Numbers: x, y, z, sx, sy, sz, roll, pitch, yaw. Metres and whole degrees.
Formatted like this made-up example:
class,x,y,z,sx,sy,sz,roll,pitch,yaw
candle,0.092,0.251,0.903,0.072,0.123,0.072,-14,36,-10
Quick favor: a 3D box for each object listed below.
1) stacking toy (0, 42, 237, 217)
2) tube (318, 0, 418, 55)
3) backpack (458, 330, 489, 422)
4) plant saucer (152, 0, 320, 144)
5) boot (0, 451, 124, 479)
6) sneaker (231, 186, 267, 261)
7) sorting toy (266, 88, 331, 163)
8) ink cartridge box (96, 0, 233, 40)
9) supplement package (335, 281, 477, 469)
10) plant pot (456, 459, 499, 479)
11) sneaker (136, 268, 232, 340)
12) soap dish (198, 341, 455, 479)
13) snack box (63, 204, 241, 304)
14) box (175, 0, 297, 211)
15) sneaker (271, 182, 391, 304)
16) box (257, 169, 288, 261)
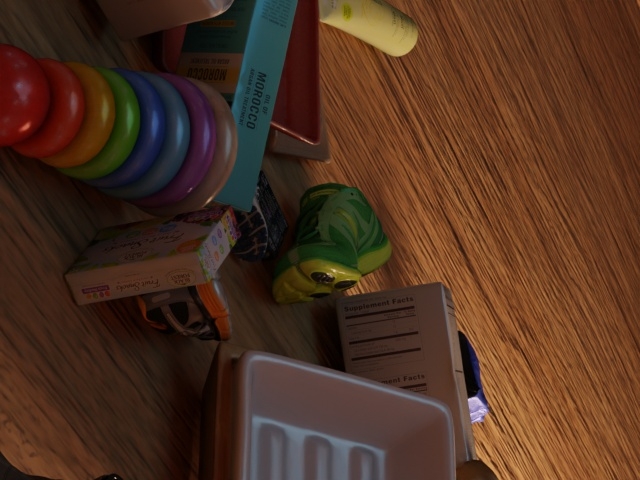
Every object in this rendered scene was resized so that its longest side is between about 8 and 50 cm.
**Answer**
class,x,y,z,sx,sy,sz,roll,pitch,yaw
stacking toy,-0.216,-0.114,1.693,0.330,0.141,0.141,17,64,-59
tube,0.054,-0.305,2.492,0.070,0.062,0.240,44,12,29
backpack,0.169,0.189,2.485,0.101,0.098,0.120,63,13,-53
plant saucer,-0.099,-0.254,2.059,0.259,0.047,0.258,23,58,-46
boot,-0.224,0.199,1.469,0.083,0.161,0.246,-54,129,-61
sneaker,-0.085,-0.044,2.052,0.058,0.052,0.135,-47,123,-68
sorting toy,-0.045,-0.193,2.240,0.208,0.038,0.193,9,71,-71
ink cartridge box,-0.183,-0.388,1.825,0.307,0.129,0.223,59,36,-29
supplement package,0.107,0.182,2.255,0.139,0.133,0.244,34,47,-79
plant pot,0.167,0.372,2.147,0.236,0.032,0.236,-31,127,-55
sneaker,-0.135,0.060,1.833,0.215,0.083,0.084,91,-19,-78
soap dish,0.002,0.249,1.904,0.291,0.118,0.229,17,58,-30
snack box,-0.156,0.013,1.739,0.100,0.141,0.037,-61,136,-57
box,-0.099,-0.156,1.901,0.060,0.100,0.244,18,81,-45
sneaker,0.000,0.000,2.180,0.295,0.109,0.123,-34,105,-74
box,-0.066,-0.028,2.127,0.067,0.018,0.083,-70,142,-50
